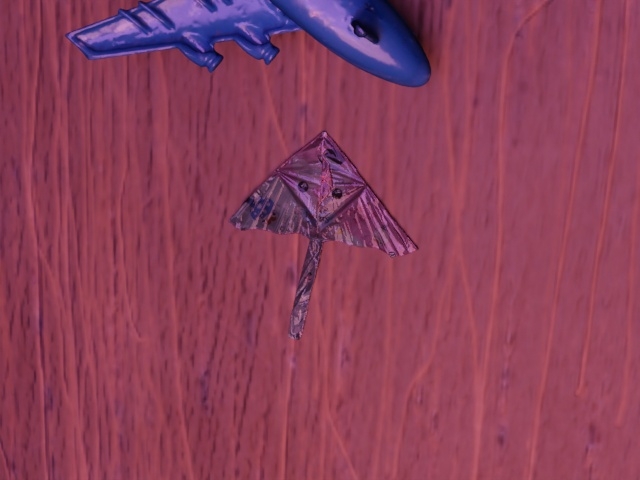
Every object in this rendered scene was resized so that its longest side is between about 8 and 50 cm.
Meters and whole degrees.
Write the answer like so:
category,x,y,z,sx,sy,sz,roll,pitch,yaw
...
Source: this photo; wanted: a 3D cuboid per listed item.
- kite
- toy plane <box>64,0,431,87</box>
category,x,y,z,sx,sy,sz,roll,pitch,yaw
kite,0.000,0.000,0.926,0.137,0.005,0.152,8,110,17
toy plane,-0.040,-0.186,0.833,0.271,0.105,0.254,41,100,8
